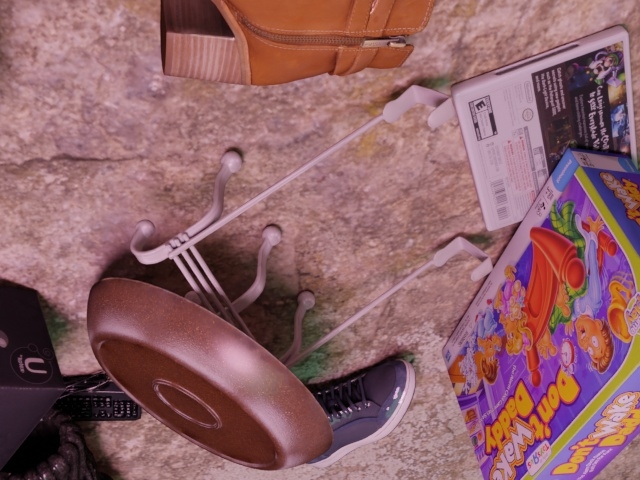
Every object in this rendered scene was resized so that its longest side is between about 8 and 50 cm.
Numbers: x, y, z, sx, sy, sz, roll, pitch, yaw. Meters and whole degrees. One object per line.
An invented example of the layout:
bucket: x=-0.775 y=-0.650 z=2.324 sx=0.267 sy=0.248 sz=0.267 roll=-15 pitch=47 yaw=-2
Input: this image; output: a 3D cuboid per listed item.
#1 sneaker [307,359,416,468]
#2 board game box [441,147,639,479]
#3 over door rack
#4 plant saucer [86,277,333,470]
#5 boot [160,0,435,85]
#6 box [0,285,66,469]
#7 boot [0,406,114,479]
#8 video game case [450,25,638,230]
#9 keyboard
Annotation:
sneaker: x=0.001 y=0.212 z=0.960 sx=0.163 sy=0.086 sz=0.226 roll=29 pitch=121 yaw=-32
board game box: x=0.260 y=0.109 z=0.803 sx=0.078 sy=0.233 sz=0.347 roll=5 pitch=133 yaw=-18
over door rack: x=0.000 y=0.000 z=0.780 sx=0.324 sy=0.108 sz=0.239 roll=-27 pitch=131 yaw=-1
plant saucer: x=-0.133 y=0.160 z=0.801 sx=0.311 sy=0.050 sz=0.310 roll=22 pitch=147 yaw=16
boot: x=-0.002 y=-0.210 z=0.553 sx=0.220 sy=0.108 sz=0.283 roll=-4 pitch=152 yaw=-16
box: x=-0.421 y=0.135 z=0.726 sx=0.270 sy=0.143 sz=0.165 roll=14 pitch=126 yaw=-48
boot: x=-0.437 y=0.330 z=0.933 sx=0.348 sy=0.131 sz=0.260 roll=-19 pitch=144 yaw=-7
video game case: x=0.238 y=-0.109 z=0.775 sx=0.173 sy=0.022 sz=0.190 roll=-19 pitch=129 yaw=7
keyboard: x=-0.323 y=0.206 z=0.932 sx=0.192 sy=0.038 sz=0.100 roll=2 pitch=129 yaw=-12
